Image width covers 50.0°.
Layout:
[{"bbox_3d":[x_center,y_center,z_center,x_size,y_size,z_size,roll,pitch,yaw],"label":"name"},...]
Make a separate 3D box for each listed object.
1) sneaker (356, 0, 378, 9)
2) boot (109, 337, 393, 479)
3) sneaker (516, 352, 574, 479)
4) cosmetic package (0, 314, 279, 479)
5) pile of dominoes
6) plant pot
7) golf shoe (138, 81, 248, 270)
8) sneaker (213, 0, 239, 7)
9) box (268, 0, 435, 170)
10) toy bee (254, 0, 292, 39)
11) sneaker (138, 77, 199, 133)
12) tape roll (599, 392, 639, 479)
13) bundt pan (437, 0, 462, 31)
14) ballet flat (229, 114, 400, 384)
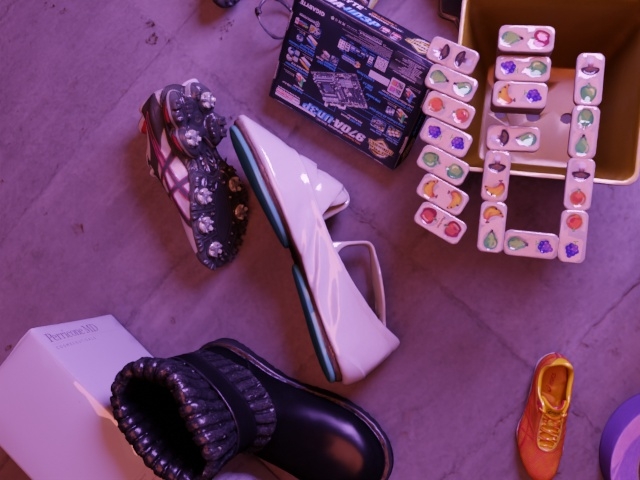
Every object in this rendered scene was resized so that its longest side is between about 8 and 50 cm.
[{"bbox_3d":[0.072,-0.386,0.955,0.081,0.094,0.208,38,106,-2],"label":"sneaker"},{"bbox_3d":[-0.080,0.253,0.891,0.348,0.260,0.131,26,94,12],"label":"boot"},{"bbox_3d":[0.297,0.236,0.911,0.064,0.067,0.175,5,91,11],"label":"sneaker"},{"bbox_3d":[-0.260,0.290,0.956,0.385,0.217,0.156,43,98,8],"label":"cosmetic package"},{"bbox_3d":[0.205,-0.108,0.760,0.196,0.040,0.251,5,90,12],"label":"pile of dominoes"},{"bbox_3d":[0.275,-0.174,0.863,0.212,0.187,0.212,7,90,11],"label":"plant pot"},{"bbox_3d":[-0.186,-0.092,1.008,0.120,0.105,0.272,2,108,40],"label":"golf shoe"},{"bbox_3d":[-0.149,-0.458,1.019,0.106,0.078,0.234,7,87,15],"label":"sneaker"},{"bbox_3d":[0.047,-0.222,0.933,0.220,0.051,0.175,32,135,11],"label":"box"},{"bbox_3d":[-0.013,-0.458,0.948,0.162,0.195,0.298,3,118,52],"label":"toy bee"},{"bbox_3d":[-0.218,-0.186,1.043,0.118,0.042,0.067,-38,78,7],"label":"sneaker"},{"bbox_3d":[0.459,0.286,0.868,0.189,0.080,0.188,0,90,12],"label":"tape roll"},{"bbox_3d":[0.291,-0.414,0.898,0.331,0.124,0.330,0,90,12],"label":"bundt pan"},{"bbox_3d":[0.000,0.000,0.962,0.139,0.139,0.400,-22,88,11],"label":"ballet flat"}]
